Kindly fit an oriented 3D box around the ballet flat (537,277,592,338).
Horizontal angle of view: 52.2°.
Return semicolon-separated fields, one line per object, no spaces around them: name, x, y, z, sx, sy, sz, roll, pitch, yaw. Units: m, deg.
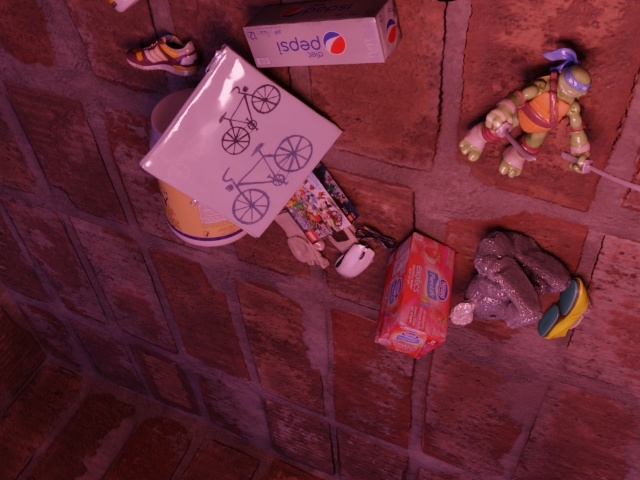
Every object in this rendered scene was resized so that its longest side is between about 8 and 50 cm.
ballet flat;0.574;0.158;1.499;0.077;0.077;0.231;7;144;-2

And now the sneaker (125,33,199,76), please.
sneaker;-0.362;-0.433;1.487;0.186;0.069;0.083;12;130;14

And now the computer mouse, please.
computer mouse;0.101;0.044;1.670;0.106;0.042;0.193;24;133;-14

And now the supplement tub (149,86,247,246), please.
supplement tub;-0.274;-0.172;1.568;0.241;0.241;0.331;19;141;16

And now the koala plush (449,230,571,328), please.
koala plush;0.397;0.104;1.469;0.203;0.196;0.221;48;145;11

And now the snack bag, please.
snack bag;-0.170;-0.196;1.401;0.343;0.037;0.323;31;105;-33

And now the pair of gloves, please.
pair of gloves;0.000;0.000;1.734;0.240;0.042;0.204;-3;131;38

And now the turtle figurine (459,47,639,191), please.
turtle figurine;0.363;-0.167;1.138;0.266;0.198;0.274;141;116;-69

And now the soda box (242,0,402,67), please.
soda box;0.003;-0.395;1.242;0.287;0.098;0.091;6;135;29

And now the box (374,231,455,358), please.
box;0.224;0.129;1.533;0.123;0.256;0.128;23;144;-12

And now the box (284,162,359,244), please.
box;-0.031;-0.114;1.588;0.233;0.044;0.159;53;138;-8

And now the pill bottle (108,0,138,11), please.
pill bottle;-0.437;-0.583;1.321;0.117;0.117;0.215;-16;123;44
